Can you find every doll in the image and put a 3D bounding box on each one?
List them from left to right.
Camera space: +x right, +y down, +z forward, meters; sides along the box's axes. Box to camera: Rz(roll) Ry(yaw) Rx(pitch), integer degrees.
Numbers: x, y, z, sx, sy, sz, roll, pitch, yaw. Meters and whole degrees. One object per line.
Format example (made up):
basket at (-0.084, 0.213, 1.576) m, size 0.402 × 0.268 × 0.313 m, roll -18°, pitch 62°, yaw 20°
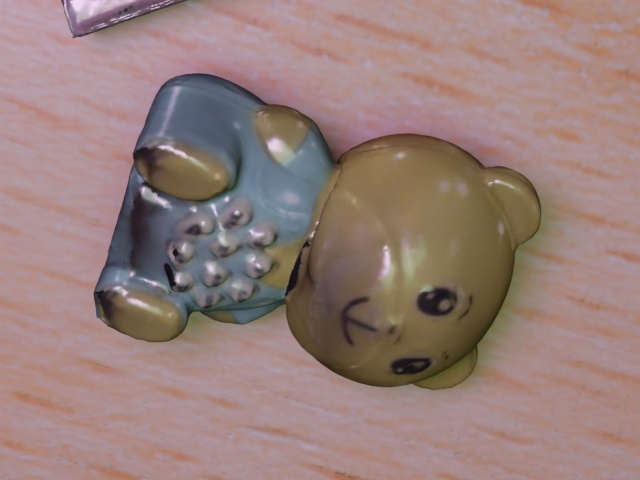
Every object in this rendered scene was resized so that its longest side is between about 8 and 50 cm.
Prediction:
doll at (0.000, 0.000, 1.142) m, size 0.260 × 0.161 × 0.177 m, roll 17°, pitch 119°, yaw -3°

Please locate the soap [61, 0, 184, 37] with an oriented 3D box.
soap at (-0.067, -0.255, 1.129) m, size 0.259 × 0.081 × 0.181 m, roll -20°, pitch 100°, yaw 3°
